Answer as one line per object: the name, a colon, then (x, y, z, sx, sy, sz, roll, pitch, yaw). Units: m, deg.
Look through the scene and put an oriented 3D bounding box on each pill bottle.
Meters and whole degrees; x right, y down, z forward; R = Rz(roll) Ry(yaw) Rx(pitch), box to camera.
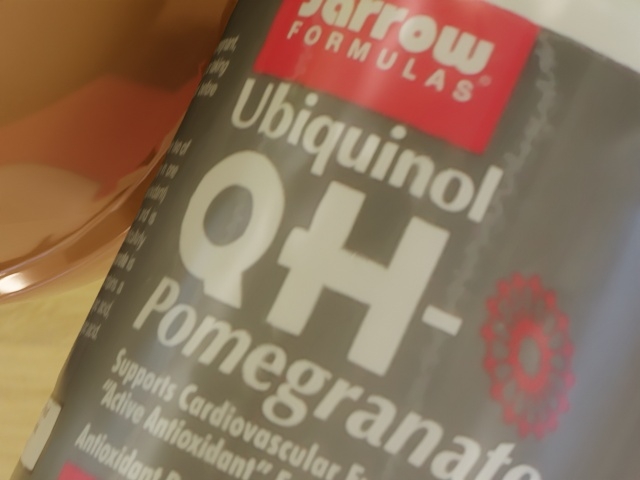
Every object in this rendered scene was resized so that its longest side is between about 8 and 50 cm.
pill bottle: (0.038, 0.005, 0.560, 0.176, 0.176, 0.318, 24, 86, 15)

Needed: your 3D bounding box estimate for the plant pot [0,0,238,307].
plant pot: (-0.157, -0.109, 0.615, 0.291, 0.203, 0.291, 1, 96, 12)
